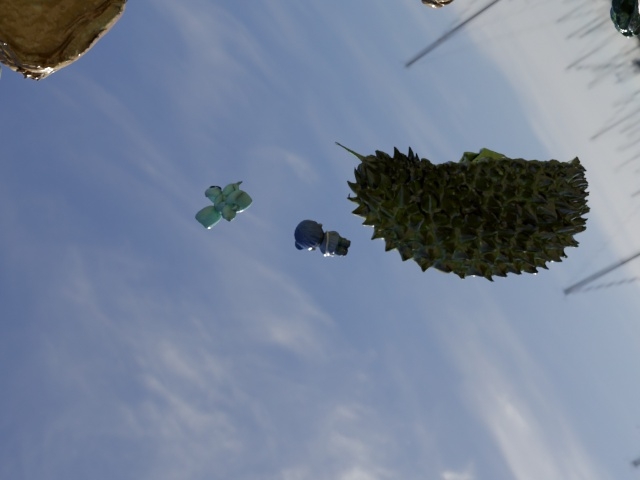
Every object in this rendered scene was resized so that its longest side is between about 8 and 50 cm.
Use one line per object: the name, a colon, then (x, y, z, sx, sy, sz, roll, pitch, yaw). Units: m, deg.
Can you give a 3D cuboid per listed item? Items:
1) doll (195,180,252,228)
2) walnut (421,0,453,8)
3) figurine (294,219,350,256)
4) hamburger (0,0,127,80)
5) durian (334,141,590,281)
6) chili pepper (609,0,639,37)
doll: (-0.247, -0.093, 2.563, 0.059, 0.159, 0.159, 49, -147, -30)
walnut: (0.214, -0.469, 1.798, 0.083, 0.079, 0.096, 18, -118, -22)
figurine: (0.003, 0.001, 2.306, 0.136, 0.077, 0.079, 20, -178, -8)
hamburger: (-0.459, -0.420, 1.564, 0.318, 0.318, 0.158, 45, 161, -30)
durian: (0.203, -0.046, 1.265, 0.356, 0.157, 0.169, 2, -160, -19)
chili pepper: (0.504, -0.411, 1.617, 0.073, 0.050, 0.182, -41, -38, -36)
